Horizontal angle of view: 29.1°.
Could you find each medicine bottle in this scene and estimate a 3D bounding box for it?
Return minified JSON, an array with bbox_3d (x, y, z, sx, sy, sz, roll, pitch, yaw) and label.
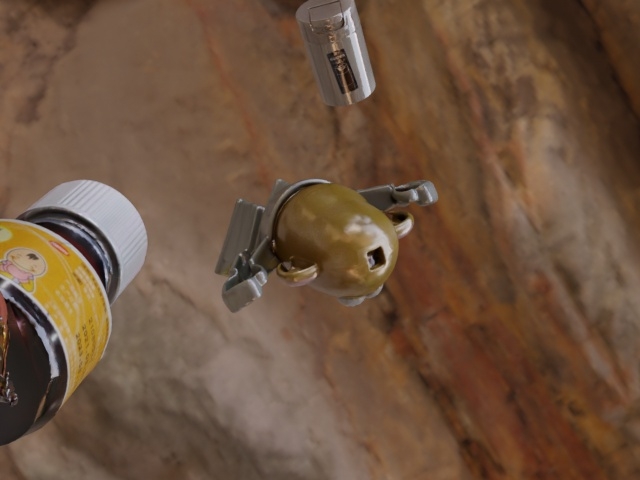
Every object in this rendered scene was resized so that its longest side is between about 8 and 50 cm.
[{"bbox_3d":[-0.369,0.070,1.552,0.242,0.242,0.395,51,22,-13],"label":"medicine bottle"}]

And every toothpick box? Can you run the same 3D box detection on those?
[{"bbox_3d":[0.029,-0.348,2.244,0.111,0.111,0.180,-99,173,-54],"label":"toothpick box"}]

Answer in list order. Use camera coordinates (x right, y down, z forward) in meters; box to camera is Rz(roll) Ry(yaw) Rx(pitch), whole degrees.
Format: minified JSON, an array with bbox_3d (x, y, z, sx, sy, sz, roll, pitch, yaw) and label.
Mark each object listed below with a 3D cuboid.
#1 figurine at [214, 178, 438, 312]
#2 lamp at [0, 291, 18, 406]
[{"bbox_3d":[-0.001,-0.001,1.713,0.167,0.342,0.285,49,-21,-26],"label":"figurine"},{"bbox_3d":[-0.328,0.101,1.060,0.182,0.140,0.182,7,90,-89],"label":"lamp"}]
